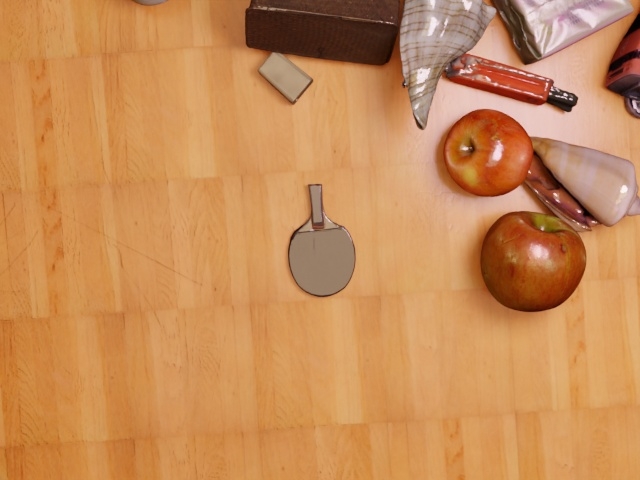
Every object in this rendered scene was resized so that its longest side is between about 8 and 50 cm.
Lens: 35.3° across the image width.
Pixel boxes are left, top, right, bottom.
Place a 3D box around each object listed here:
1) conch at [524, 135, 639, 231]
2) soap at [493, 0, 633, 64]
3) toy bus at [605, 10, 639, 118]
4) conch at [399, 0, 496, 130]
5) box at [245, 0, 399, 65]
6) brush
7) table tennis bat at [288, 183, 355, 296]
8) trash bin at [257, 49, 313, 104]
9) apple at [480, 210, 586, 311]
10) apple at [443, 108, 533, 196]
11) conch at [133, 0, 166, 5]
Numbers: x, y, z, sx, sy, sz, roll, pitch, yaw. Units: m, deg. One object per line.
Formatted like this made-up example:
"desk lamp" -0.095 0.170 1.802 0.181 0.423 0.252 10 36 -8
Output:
"conch" 0.494 -0.116 1.890 0.255 0.127 0.158 41 124 20
"soap" 0.434 -0.447 1.847 0.199 0.138 0.182 -27 94 2
"toy bus" 0.758 -0.314 1.823 0.427 0.203 0.233 15 89 -1
"conch" 0.223 -0.395 1.796 0.169 0.203 0.386 -18 57 32
"box" 0.007 -0.428 1.821 0.273 0.184 0.143 7 76 -1
"brush" 0.328 -0.308 1.891 0.323 0.070 0.051 15 89 1
"table tennis bat" 0.000 0.000 1.936 0.130 0.019 0.220 -5 94 0
"trash bin" -0.068 -0.311 1.908 0.092 0.043 0.061 40 93 0
"apple" 0.387 0.042 1.851 0.196 0.196 0.196 0 93 1
"apple" 0.312 -0.159 1.860 0.139 0.163 0.163 9 94 -41
"conch" -0.327 -0.541 1.859 0.185 0.121 0.221 -16 86 5
